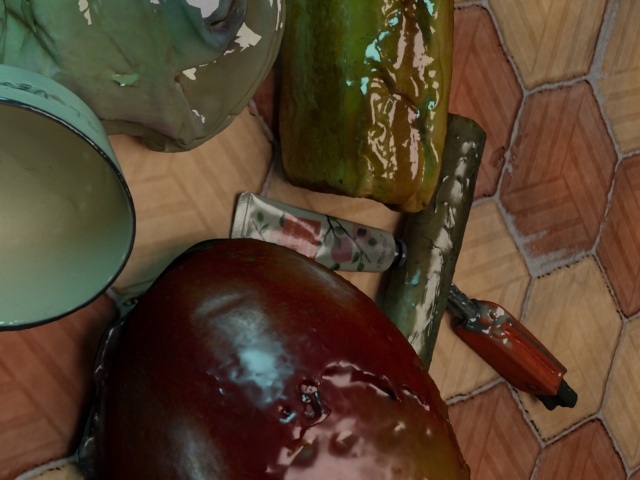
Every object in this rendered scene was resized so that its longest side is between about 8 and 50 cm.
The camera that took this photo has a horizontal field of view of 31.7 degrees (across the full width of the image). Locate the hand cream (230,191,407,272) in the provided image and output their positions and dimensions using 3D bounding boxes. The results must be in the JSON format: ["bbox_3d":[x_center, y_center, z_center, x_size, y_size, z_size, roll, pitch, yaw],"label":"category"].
[{"bbox_3d":[0.000,0.000,1.273,0.234,0.050,0.080,9,94,-36],"label":"hand cream"}]

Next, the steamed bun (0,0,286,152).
[{"bbox_3d":[-0.136,-0.222,1.007,0.280,0.207,0.267,20,82,-44],"label":"steamed bun"}]

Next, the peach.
[{"bbox_3d":[-0.036,0.196,1.119,0.339,0.353,0.416,-25,77,-46],"label":"peach"}]

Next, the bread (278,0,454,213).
[{"bbox_3d":[0.056,-0.204,1.195,0.149,0.195,0.343,-5,102,-36],"label":"bread"}]

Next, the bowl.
[{"bbox_3d":[-0.269,-0.050,0.929,0.238,0.238,0.126,47,21,-36],"label":"bowl"}]

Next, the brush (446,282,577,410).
[{"bbox_3d":[0.247,0.137,1.495,0.323,0.070,0.051,41,65,-37],"label":"brush"}]

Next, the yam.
[{"bbox_3d":[0.126,0.027,1.368,0.083,0.083,0.371,20,82,-42],"label":"yam"}]
